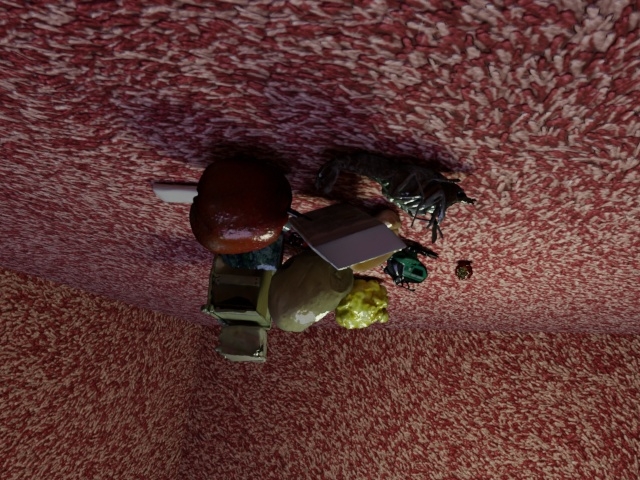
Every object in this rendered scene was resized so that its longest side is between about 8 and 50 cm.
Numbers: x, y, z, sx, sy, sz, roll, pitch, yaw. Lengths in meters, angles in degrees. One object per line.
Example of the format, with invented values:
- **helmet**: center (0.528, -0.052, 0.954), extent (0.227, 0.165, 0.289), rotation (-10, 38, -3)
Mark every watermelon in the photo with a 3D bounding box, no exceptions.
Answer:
- **watermelon**: center (-0.243, 0.045, 1.851), extent (0.318, 0.148, 0.226), rotation (-7, 165, 39)

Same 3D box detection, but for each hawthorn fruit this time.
- **hawthorn fruit**: center (-0.168, -0.074, 1.270), extent (0.300, 0.254, 0.254), rotation (16, 161, -4)

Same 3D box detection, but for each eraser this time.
- **eraser**: center (0.050, -0.023, 1.304), extent (0.213, 0.082, 0.397), rotation (-18, -166, -7)

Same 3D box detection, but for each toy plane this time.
- **toy plane**: center (0.276, 0.068, 1.773), extent (0.382, 0.155, 0.106), rotation (22, -162, -35)

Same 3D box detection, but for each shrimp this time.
- **shrimp**: center (0.194, -0.118, 1.216), extent (0.410, 0.166, 0.221), rotation (24, -175, -13)

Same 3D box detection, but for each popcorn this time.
- **popcorn**: center (0.184, 0.285, 2.303), extent (0.250, 0.242, 0.235), rotation (-3, 136, -1)

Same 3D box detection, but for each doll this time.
- **doll**: center (-0.001, -0.003, 1.724), extent (0.127, 0.088, 0.249), rotation (-6, -178, -38)

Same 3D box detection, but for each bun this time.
- **bun**: center (-0.060, 0.154, 1.868), extent (0.364, 0.364, 0.202), rotation (-17, 116, 48)

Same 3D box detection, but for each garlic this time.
- **garlic**: center (0.163, 0.001, 1.569), extent (0.110, 0.217, 0.228), rotation (46, -173, 29)

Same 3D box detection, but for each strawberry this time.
- **strawberry**: center (0.553, 0.117, 1.946), extent (0.073, 0.073, 0.083), rotation (-1, -175, 19)

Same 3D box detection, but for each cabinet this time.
- **cabinet**: center (-0.324, 0.189, 2.054), extent (0.227, 0.290, 0.318), rotation (3, 161, 7)

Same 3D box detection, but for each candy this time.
- **candy**: center (-0.315, 0.426, 2.085), extent (0.195, 0.137, 0.185), rotation (1, 160, 5)

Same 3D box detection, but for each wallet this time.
- **wallet**: center (-0.396, -0.137, 1.496), extent (0.190, 0.033, 0.095), rotation (4, 163, 6)

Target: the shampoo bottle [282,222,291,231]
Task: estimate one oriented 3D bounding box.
- **shampoo bottle**: center (-0.174, -0.080, 1.553), extent (0.072, 0.072, 0.214), rotation (-10, 156, 38)
